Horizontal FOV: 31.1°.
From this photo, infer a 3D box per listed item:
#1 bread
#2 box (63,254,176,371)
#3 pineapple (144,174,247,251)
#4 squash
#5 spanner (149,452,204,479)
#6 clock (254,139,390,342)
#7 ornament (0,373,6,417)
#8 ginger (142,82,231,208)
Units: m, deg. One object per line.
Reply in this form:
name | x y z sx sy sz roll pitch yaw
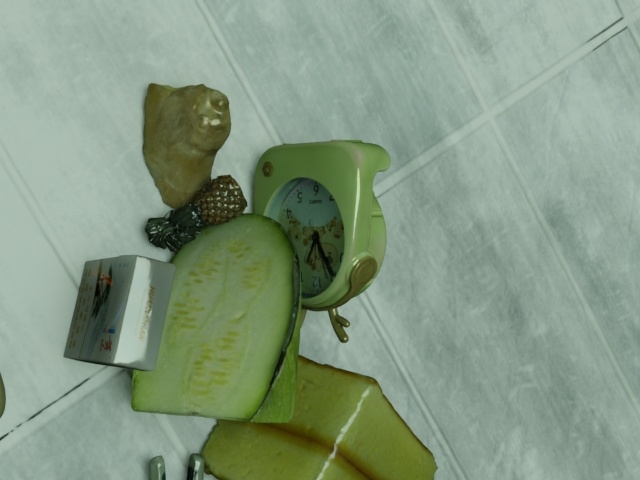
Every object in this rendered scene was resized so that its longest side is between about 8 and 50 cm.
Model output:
bread | 0.021 0.364 1.855 0.233 0.244 0.362 -63 143 -19
box | -0.283 0.102 1.607 0.067 0.233 0.150 13 81 -27
pineapple | -0.191 -0.038 1.746 0.159 0.074 0.074 -30 101 -6
squash | -0.135 0.103 1.692 0.210 0.233 0.309 19 75 -70
spanner | -0.218 0.482 1.722 0.095 0.040 0.325 2 90 -27
clock | 0.002 0.001 1.777 0.096 0.235 0.308 -2 93 -46
ornament | -0.542 0.234 1.558 0.230 0.061 0.245 -15 93 -26
ginger | -0.190 -0.143 1.748 0.115 0.122 0.193 -7 99 -39
